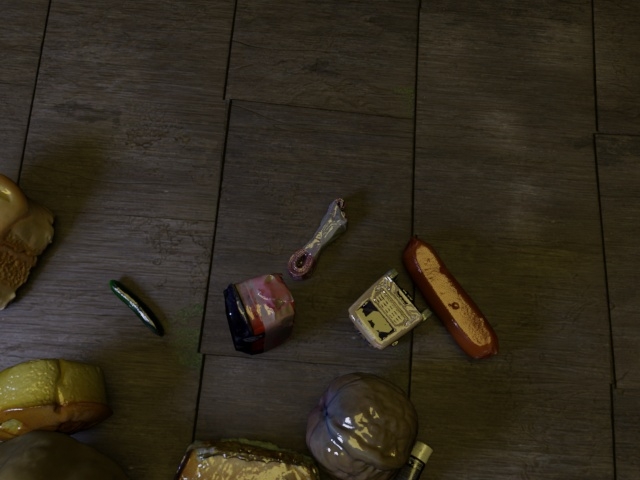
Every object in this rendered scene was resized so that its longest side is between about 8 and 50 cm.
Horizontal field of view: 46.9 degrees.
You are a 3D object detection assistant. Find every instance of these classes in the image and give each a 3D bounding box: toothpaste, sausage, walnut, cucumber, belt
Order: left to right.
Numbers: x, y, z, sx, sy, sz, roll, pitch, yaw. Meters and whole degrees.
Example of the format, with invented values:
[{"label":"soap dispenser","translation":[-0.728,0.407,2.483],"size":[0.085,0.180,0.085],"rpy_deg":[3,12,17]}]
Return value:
[{"label":"cucumber","translation":[-0.437,0.159,1.764],"size":[0.184,0.033,0.036],"rpy_deg":[43,58,6]},{"label":"belt","translation":[0.000,0.000,1.826],"size":[0.071,0.053,0.232],"rpy_deg":[31,75,13]},{"label":"walnut","translation":[0.094,0.420,1.630],"size":[0.248,0.248,0.249],"rpy_deg":[1,75,-3]},{"label":"toothpaste","translation":[0.191,0.553,1.687],"size":[0.045,0.071,0.194],"rpy_deg":[43,69,-29]},{"label":"sausage","translation":[0.306,0.143,1.783],"size":[0.094,0.097,0.348],"rpy_deg":[-33,78,-19]}]

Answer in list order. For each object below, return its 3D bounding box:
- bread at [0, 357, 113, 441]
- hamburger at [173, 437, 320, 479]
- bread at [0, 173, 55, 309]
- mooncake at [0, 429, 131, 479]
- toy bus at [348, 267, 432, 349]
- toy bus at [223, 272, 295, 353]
[{"label":"bread","translation":[-0.587,0.352,1.585],"size":[0.269,0.270,0.148],"rpy_deg":[-9,66,-6]},{"label":"hamburger","translation":[-0.166,0.572,1.586],"size":[0.317,0.195,0.277],"rpy_deg":[12,77,2]},{"label":"bread","translation":[-0.790,-0.003,1.676],"size":[0.211,0.270,0.316],"rpy_deg":[23,80,18]},{"label":"mooncake","translation":[-0.565,0.581,1.470],"size":[0.378,0.201,0.379],"rpy_deg":[1,109,2]},{"label":"toy bus","translation":[0.149,0.169,1.673],"size":[0.157,0.289,0.139],"rpy_deg":[-39,82,-1]},{"label":"toy bus","translation":[-0.137,0.166,1.645],"size":[0.147,0.303,0.128],"rpy_deg":[-19,74,-13]}]
